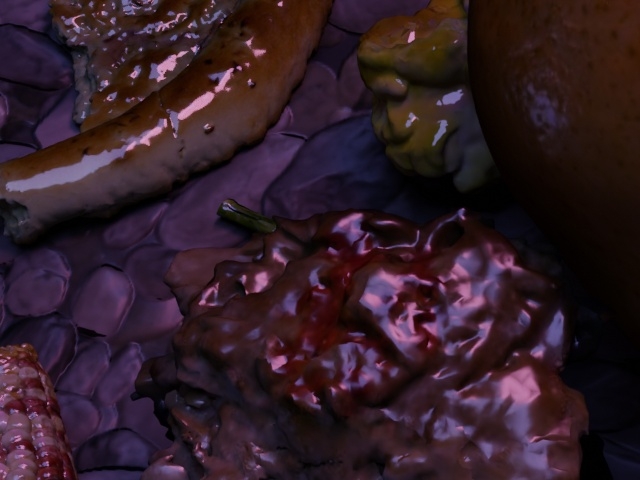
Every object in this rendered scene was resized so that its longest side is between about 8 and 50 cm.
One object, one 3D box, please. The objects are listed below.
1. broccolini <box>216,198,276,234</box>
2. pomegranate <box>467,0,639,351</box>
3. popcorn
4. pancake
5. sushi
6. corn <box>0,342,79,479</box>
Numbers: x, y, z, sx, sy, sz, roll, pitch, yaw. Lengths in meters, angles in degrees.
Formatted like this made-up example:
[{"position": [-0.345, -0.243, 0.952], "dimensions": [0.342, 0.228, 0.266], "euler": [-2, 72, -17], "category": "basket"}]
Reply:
[{"position": [0.000, 0.000, 0.855], "dimensions": [0.140, 0.030, 0.035], "euler": [24, 54, 26], "category": "broccolini"}, {"position": [0.279, -0.106, 0.658], "dimensions": [0.416, 0.417, 0.417], "euler": [-3, 56, 4], "category": "pomegranate"}, {"position": [0.097, -0.098, 0.857], "dimensions": [0.145, 0.126, 0.126], "euler": [-14, 29, 16], "category": "popcorn"}, {"position": [-0.101, -0.150, 0.948], "dimensions": [0.197, 0.054, 0.376], "euler": [18, 59, 18], "category": "pancake"}, {"position": [0.027, 0.100, 0.666], "dimensions": [0.238, 0.219, 0.225], "euler": [-10, 52, -1], "category": "sushi"}, {"position": [-0.156, 0.151, 0.736], "dimensions": [0.079, 0.079, 0.237], "euler": [-17, 55, -5], "category": "corn"}]
